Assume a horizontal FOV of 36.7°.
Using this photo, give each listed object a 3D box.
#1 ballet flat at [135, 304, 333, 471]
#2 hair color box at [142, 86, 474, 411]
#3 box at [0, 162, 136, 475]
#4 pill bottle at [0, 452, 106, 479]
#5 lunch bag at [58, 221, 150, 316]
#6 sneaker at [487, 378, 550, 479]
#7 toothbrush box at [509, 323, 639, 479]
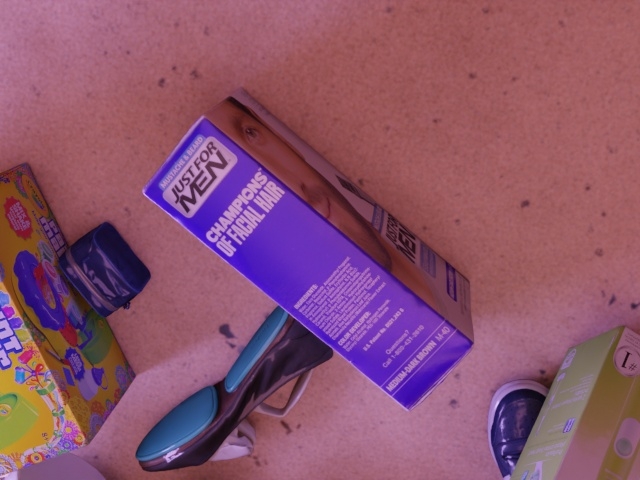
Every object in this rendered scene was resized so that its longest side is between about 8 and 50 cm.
[{"bbox_3d":[-0.093,0.193,1.114,0.096,0.095,0.280,40,108,-18],"label":"ballet flat"},{"bbox_3d":[0.000,0.000,0.991,0.339,0.185,0.110,38,108,-6],"label":"hair color box"},{"bbox_3d":[-0.411,0.109,1.083,0.279,0.177,0.290,-22,103,12],"label":"box"},{"bbox_3d":[-0.395,0.412,1.167,0.188,0.188,0.334,40,108,-6],"label":"pill bottle"},{"bbox_3d":[-0.245,0.038,1.096,0.065,0.067,0.098,-33,101,16],"label":"lunch bag"},{"bbox_3d":[0.249,0.306,1.068,0.099,0.153,0.282,-9,105,9],"label":"sneaker"},{"bbox_3d":[0.313,0.264,0.985,0.206,0.122,0.283,33,68,-2],"label":"toothbrush box"}]
